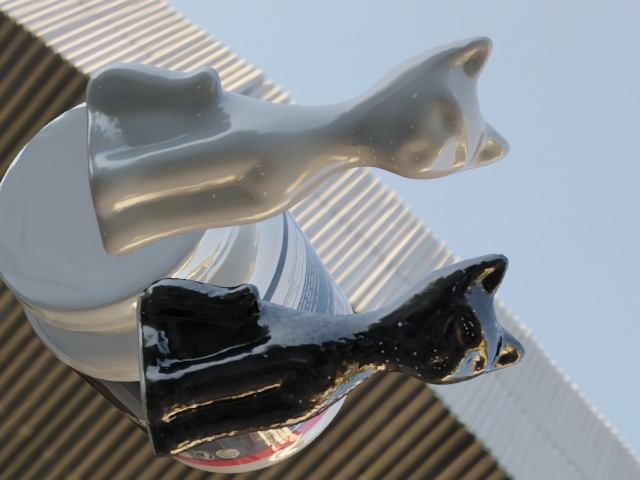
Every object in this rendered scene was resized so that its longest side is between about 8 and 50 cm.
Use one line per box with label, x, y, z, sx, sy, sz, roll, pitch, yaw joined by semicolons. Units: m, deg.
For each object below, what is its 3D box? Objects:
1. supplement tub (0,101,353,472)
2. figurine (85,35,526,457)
supplement tub;-0.096;0.037;0.951;0.191;0.191;0.272;3;-28;23
figurine;0.000;0.000;0.685;0.210;0.092;0.214;-9;-57;-2
